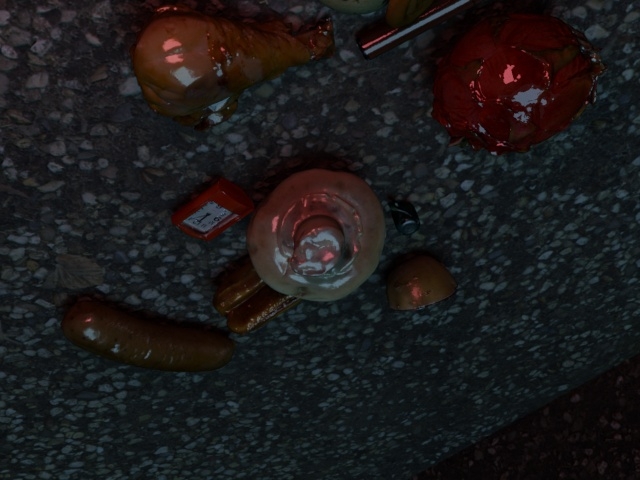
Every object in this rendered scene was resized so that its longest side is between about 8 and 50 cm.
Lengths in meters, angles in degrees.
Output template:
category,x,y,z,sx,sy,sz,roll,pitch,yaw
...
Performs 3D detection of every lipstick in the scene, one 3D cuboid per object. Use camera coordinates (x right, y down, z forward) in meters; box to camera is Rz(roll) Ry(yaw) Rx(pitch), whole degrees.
category,x,y,z,sx,sy,sz,roll,pitch,yaw
lipstick,0.235,-0.446,1.638,0.357,0.057,0.057,-25,143,9

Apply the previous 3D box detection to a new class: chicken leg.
category,x,y,z,sx,sy,sz,roll,pitch,yaw
chicken leg,-0.159,-0.316,1.574,0.410,0.182,0.295,-19,155,-28

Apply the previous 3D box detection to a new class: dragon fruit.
category,x,y,z,sx,sy,sz,roll,pitch,yaw
dragon fruit,0.378,-0.307,1.704,0.342,0.277,0.277,-39,139,26

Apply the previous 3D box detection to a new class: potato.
category,x,y,z,sx,sy,sz,roll,pitch,yaw
potato,0.261,0.099,2.282,0.202,0.182,0.117,-19,100,-12

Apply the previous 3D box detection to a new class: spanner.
category,x,y,z,sx,sy,sz,roll,pitch,yaw
spanner,0.449,-0.501,1.701,0.046,0.012,0.208,-5,141,-18

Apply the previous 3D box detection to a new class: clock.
category,x,y,z,sx,sy,sz,roll,pitch,yaw
clock,-0.241,-0.068,1.897,0.155,0.061,0.113,-34,141,23

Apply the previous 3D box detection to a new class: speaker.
category,x,y,z,sx,sy,sz,roll,pitch,yaw
speaker,0.202,-0.065,2.083,0.060,0.075,0.094,-20,135,4

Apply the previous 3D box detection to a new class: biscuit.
category,x,y,z,sx,sy,sz,roll,pitch,yaw
biscuit,0.203,-0.472,1.480,0.262,0.037,0.262,-49,173,-8

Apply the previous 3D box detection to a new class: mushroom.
category,x,y,z,sx,sy,sz,roll,pitch,yaw
mushroom,0.000,0.000,1.838,0.315,0.336,0.314,-1,102,-3

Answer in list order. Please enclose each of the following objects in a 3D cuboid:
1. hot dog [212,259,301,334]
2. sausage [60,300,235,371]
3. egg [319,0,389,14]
category,x,y,z,sx,sy,sz,roll,pitch,yaw
hot dog,-0.104,0.092,2.093,0.349,0.117,0.158,-37,96,16
sausage,-0.426,0.258,2.171,0.501,0.123,0.136,21,98,-41
egg,0.056,-0.466,1.440,0.177,0.177,0.228,-30,161,13
